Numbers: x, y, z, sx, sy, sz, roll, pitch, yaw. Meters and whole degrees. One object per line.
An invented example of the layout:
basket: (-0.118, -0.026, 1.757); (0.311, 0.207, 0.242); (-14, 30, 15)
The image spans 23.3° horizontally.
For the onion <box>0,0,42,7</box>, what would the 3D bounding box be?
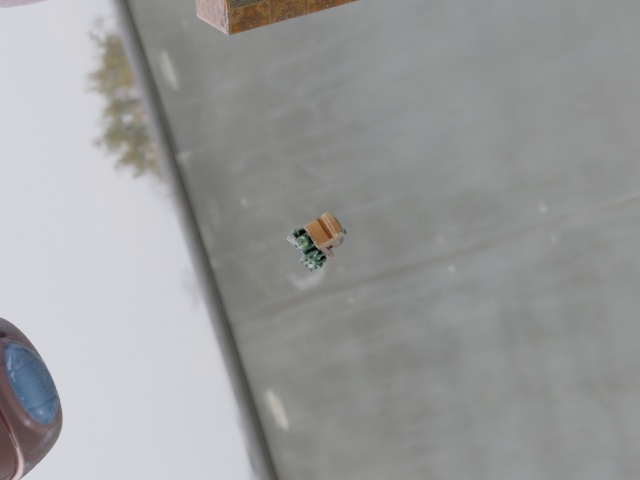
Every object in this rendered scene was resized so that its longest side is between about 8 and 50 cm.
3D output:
onion: (-0.321, -0.430, 1.583); (0.345, 0.358, 0.358); (-60, -42, -50)

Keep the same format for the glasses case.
glasses case: (-0.028, -0.287, 1.742); (0.075, 0.218, 0.049); (37, 138, 48)

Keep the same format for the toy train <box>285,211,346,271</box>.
toy train: (0.000, 0.000, 1.851); (0.044, 0.064, 0.103); (56, -177, 13)

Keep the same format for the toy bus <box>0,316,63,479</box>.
toy bus: (-0.368, 0.179, 1.463); (0.294, 0.232, 0.197); (-35, -78, -53)
